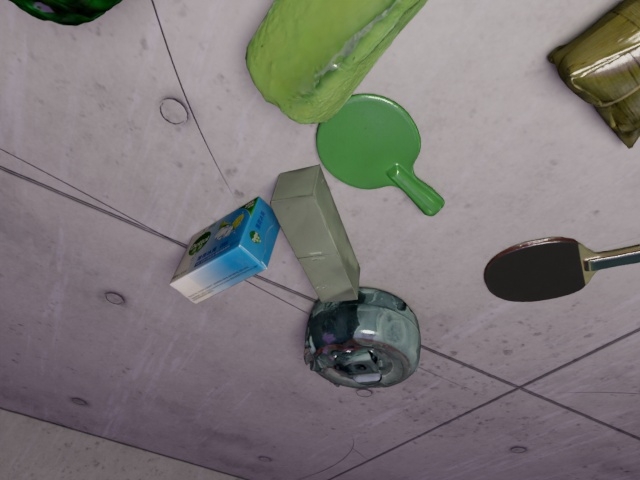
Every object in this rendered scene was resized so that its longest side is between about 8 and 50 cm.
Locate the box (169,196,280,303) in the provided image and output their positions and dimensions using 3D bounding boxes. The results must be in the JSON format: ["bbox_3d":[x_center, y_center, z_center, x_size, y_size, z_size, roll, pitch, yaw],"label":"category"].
[{"bbox_3d":[-0.175,0.020,0.820,0.194,0.139,0.073,-27,124,30],"label":"box"}]

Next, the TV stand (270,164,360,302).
[{"bbox_3d":[0.000,0.000,0.810,0.083,0.088,0.269,-10,131,18],"label":"TV stand"}]

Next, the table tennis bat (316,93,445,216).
[{"bbox_3d":[0.107,-0.126,0.709,0.257,0.039,0.160,39,127,-19],"label":"table tennis bat"}]

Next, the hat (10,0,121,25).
[{"bbox_3d":[-0.265,-0.385,0.359,0.274,0.242,0.332,-24,138,18],"label":"hat"}]

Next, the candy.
[{"bbox_3d":[0.049,-0.287,0.506,0.344,0.132,0.142,-40,75,35],"label":"candy"}]

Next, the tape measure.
[{"bbox_3d":[0.097,0.233,0.981,0.257,0.147,0.275,-14,131,20],"label":"tape measure"}]

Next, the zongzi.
[{"bbox_3d":[0.427,-0.221,0.526,0.205,0.094,0.205,31,130,-26],"label":"zongzi"}]

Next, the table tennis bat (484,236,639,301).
[{"bbox_3d":[0.469,0.050,0.830,0.302,0.022,0.173,-16,129,24],"label":"table tennis bat"}]
